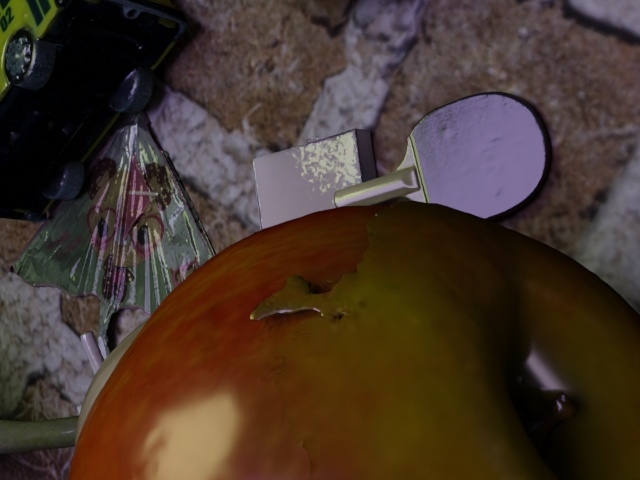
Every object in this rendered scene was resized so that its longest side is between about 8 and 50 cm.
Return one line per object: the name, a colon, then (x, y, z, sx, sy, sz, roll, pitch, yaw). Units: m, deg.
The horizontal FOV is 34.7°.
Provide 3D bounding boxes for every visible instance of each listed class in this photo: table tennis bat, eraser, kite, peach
table tennis bat: (0.080, -0.047, 0.699, 0.156, 0.013, 0.087, -17, 79, 25)
eraser: (0.000, 0.000, 0.767, 0.103, 0.023, 0.150, -13, 81, 36)
kite: (-0.179, 0.013, 0.910, 0.323, 0.013, 0.268, 13, 96, 37)
peach: (0.022, 0.165, 0.548, 0.370, 0.370, 0.370, -1, 88, 37)

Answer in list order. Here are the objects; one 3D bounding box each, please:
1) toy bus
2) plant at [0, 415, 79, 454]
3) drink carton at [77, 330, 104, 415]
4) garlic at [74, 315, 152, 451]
toy bus: (-0.247, -0.148, 0.891, 0.262, 0.128, 0.150, -46, 57, 29)
plant: (-0.385, 0.198, 0.919, 0.297, 0.306, 0.261, 31, 78, 6)
drink carton: (-0.153, 0.172, 0.847, 0.084, 0.074, 0.200, -20, 76, 33)
garlic: (-0.076, 0.119, 0.735, 0.164, 0.145, 0.245, 45, 103, 5)
